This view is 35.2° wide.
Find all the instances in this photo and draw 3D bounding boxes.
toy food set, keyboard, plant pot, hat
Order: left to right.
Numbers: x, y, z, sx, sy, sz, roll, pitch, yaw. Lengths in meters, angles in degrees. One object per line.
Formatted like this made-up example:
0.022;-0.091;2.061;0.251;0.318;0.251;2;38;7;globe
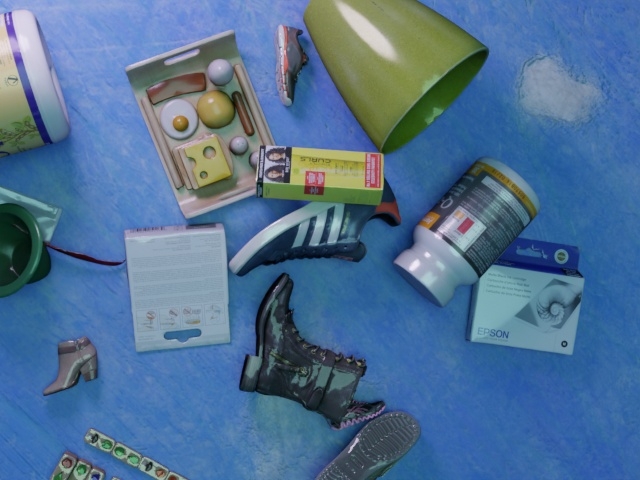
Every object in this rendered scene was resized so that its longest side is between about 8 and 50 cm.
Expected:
-0.616;-0.071;1.880;0.256;0.014;0.072;21;92;-8;keyboard
-0.529;0.040;1.891;0.208;0.183;0.173;34;94;27;hat
-0.209;-0.217;1.903;0.220;0.092;0.306;-22;93;-9;toy food set
0.115;-0.360;1.889;0.275;0.275;0.293;-41;81;-7;plant pot

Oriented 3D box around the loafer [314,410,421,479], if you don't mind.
0.088;0.426;1.969;0.251;0.087;0.094;-33;70;-18;loafer

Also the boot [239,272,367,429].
-0.020;0.211;1.937;0.229;0.091;0.262;16;92;-7;boot

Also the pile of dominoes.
-0.390;0.491;1.905;0.251;0.040;0.196;30;86;-8;pile of dominoes

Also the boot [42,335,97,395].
-0.475;0.233;1.893;0.118;0.042;0.087;-19;87;-10;boot

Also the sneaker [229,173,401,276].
0.000;0.000;1.918;0.350;0.131;0.148;-31;91;-8;sneaker

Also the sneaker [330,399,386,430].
0.069;0.331;1.980;0.119;0.047;0.057;-18;82;-10;sneaker

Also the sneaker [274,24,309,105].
-0.051;-0.338;1.946;0.065;0.061;0.157;-2;91;-16;sneaker

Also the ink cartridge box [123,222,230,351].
-0.272;0.087;1.927;0.189;0.066;0.232;-5;112;-9;ink cartridge box

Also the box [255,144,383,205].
-0.002;-0.120;1.859;0.232;0.058;0.087;5;61;-2;box

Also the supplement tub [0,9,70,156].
-0.629;-0.250;1.760;0.331;0.241;0.241;-17;93;-8;supplement tub

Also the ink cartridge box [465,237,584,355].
0.416;0.107;2.030;0.223;0.045;0.223;8;89;-9;ink cartridge box

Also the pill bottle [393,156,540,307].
0.280;-0.014;1.949;0.162;0.162;0.278;44;83;-7;pill bottle
